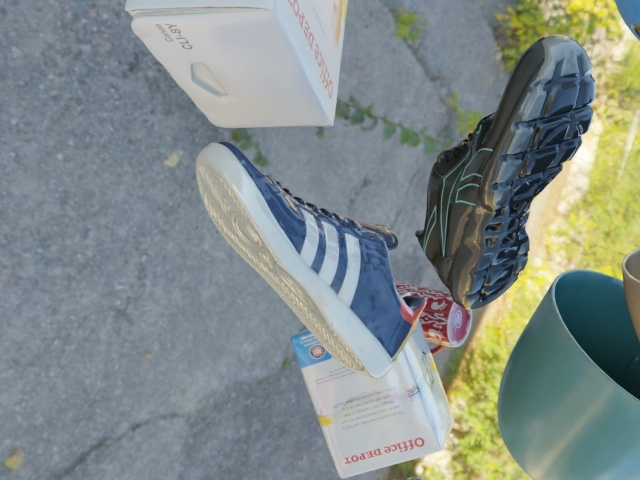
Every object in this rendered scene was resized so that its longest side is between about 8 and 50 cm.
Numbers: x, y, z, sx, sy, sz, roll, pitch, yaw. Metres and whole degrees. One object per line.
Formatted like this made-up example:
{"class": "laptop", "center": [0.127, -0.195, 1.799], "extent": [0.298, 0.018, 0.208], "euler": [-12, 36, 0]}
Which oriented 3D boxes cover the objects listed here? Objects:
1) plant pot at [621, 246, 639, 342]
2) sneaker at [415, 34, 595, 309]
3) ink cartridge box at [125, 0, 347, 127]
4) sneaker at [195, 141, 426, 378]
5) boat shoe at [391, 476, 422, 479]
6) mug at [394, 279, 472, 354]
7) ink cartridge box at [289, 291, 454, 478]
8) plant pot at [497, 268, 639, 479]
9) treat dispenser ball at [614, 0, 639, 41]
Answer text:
{"class": "plant pot", "center": [0.482, 0.115, 0.774], "extent": [0.284, 0.284, 0.191], "euler": [-25, 112, -53]}
{"class": "sneaker", "center": [0.142, -0.059, 0.622], "extent": [0.101, 0.106, 0.268], "euler": [-16, 137, -31]}
{"class": "ink cartridge box", "center": [-0.065, -0.358, 0.837], "extent": [0.279, 0.160, 0.385], "euler": [48, 47, -70]}
{"class": "sneaker", "center": [0.000, 0.000, 0.859], "extent": [0.148, 0.131, 0.350], "euler": [-46, 113, -19]}
{"class": "boat shoe", "center": [0.110, 0.447, 1.221], "extent": [0.177, 0.060, 0.064], "euler": [1, 79, -50]}
{"class": "mug", "center": [0.189, 0.143, 1.317], "extent": [0.150, 0.169, 0.113], "euler": [51, 57, -41]}
{"class": "ink cartridge box", "center": [0.089, 0.225, 1.146], "extent": [0.233, 0.171, 0.168], "euler": [71, 19, 3]}
{"class": "plant pot", "center": [0.388, 0.224, 1.010], "extent": [0.293, 0.293, 0.235], "euler": [-26, 151, -53]}
{"class": "treat dispenser ball", "center": [0.493, -0.345, 0.844], "extent": [0.288, 0.288, 0.288], "euler": [-40, 140, -44]}
